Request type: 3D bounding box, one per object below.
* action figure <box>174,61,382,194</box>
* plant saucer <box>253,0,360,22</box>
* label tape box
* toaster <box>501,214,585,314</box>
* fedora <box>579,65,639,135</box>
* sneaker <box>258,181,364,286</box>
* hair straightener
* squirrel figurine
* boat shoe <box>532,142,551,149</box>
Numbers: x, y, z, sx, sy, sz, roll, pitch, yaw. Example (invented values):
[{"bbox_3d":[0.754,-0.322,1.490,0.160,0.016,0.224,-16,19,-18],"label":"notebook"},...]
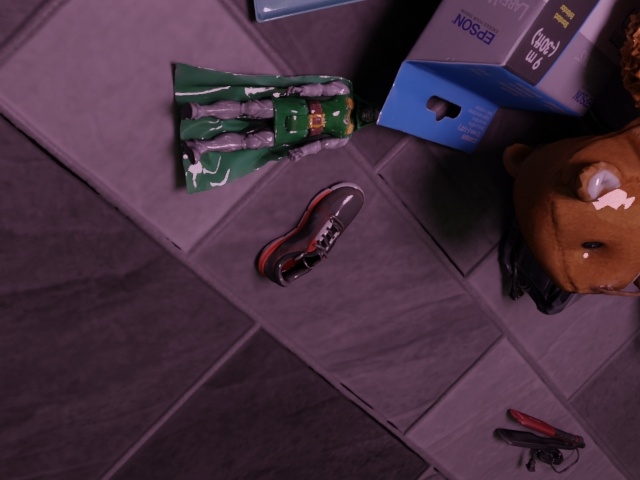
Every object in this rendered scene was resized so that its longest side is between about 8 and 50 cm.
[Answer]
[{"bbox_3d":[-0.035,-0.130,0.811,0.232,0.063,0.137,-12,117,-26],"label":"action figure"},{"bbox_3d":[0.015,-0.280,0.784,0.192,0.018,0.067,-18,122,-20],"label":"plant saucer"},{"bbox_3d":[0.241,-0.230,0.800,0.249,0.115,0.348,6,120,-54],"label":"label tape box"},{"bbox_3d":[0.346,0.001,1.018,0.146,0.129,0.227,-25,148,-17],"label":"toaster"},{"bbox_3d":[0.444,-0.226,0.935,0.243,0.124,0.275,-5,114,-7],"label":"fedora"},{"bbox_3d":[0.000,0.000,0.890,0.158,0.065,0.061,-45,126,0],"label":"sneaker"},{"bbox_3d":[0.379,0.354,1.292,0.230,0.047,0.089,23,103,-39],"label":"hair straightener"},{"bbox_3d":[0.389,-0.107,0.790,0.370,0.281,0.397,-2,109,-7],"label":"squirrel figurine"},{"bbox_3d":[0.350,-0.111,1.029,0.135,0.045,0.050,-10,119,-23],"label":"boat shoe"}]
